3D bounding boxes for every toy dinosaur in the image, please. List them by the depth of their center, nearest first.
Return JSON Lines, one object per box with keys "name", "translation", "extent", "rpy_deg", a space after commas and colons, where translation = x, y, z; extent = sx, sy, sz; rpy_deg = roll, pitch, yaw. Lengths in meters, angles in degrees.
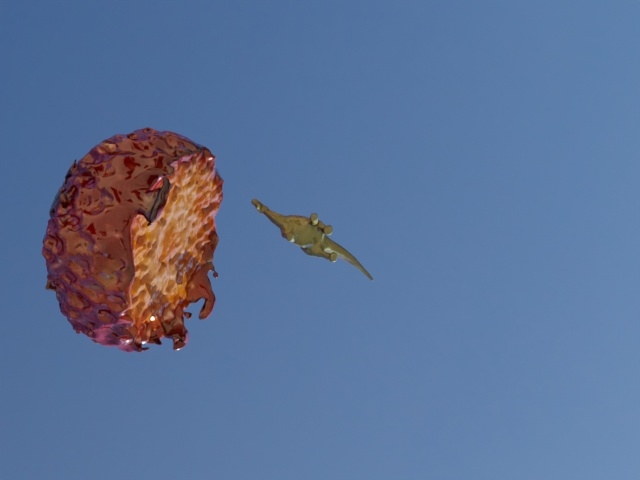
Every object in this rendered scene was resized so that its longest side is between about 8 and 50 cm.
{"name": "toy dinosaur", "translation": [0.000, 0.000, 0.934], "extent": [0.113, 0.041, 0.026], "rpy_deg": [29, -96, -22]}

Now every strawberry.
{"name": "strawberry", "translation": [-0.117, -0.002, 0.831], "extent": [0.086, 0.145, 0.145], "rpy_deg": [10, -119, 13]}
